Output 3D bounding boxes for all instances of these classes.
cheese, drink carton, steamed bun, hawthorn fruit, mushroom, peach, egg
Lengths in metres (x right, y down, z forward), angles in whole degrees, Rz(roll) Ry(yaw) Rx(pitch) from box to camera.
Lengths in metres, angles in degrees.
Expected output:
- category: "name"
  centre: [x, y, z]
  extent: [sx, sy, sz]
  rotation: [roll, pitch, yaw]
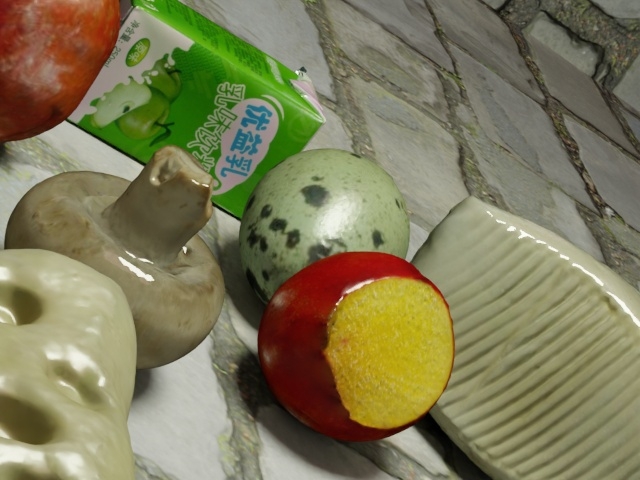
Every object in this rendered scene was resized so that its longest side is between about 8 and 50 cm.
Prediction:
- category: "cheese"
  centre: [-0.192, 0.141, 1.241]
  extent: [0.328, 0.129, 0.351]
  rotation: [36, 29, 32]
- category: "drink carton"
  centre: [-0.145, -0.162, 2.116]
  extent: [0.271, 0.161, 0.108]
  rotation: [30, 21, -26]
- category: "steamed bun"
  centre: [0.254, 0.141, 2.065]
  extent: [0.383, 0.247, 0.236]
  rotation: [41, 7, 20]
- category: "hawthorn fruit"
  centre: [-0.327, -0.215, 1.800]
  extent: [0.242, 0.242, 0.271]
  rotation: [47, 23, 20]
- category: "mushroom"
  centre: [-0.161, 0.004, 1.663]
  extent: [0.204, 0.204, 0.204]
  rotation: [35, 20, -14]
- category: "peach"
  centre: [0.037, 0.099, 1.836]
  extent: [0.190, 0.190, 0.192]
  rotation: [39, 0, -3]
- category: "egg"
  centre: [0.000, 0.000, 2.009]
  extent: [0.177, 0.177, 0.228]
  rotation: [39, 31, -3]
